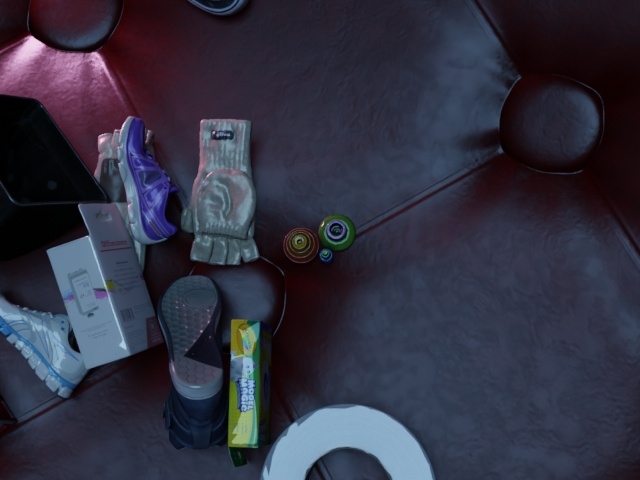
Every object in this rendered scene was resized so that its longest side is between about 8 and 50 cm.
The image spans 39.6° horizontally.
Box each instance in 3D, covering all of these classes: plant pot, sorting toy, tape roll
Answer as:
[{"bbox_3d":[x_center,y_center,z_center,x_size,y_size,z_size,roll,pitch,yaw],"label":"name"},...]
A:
[{"bbox_3d":[-0.431,-0.068,1.163,0.167,0.188,0.187,-42,78,19],"label":"plant pot"},{"bbox_3d":[0.000,0.000,1.189,0.101,0.042,0.061,-23,78,-1],"label":"sorting toy"},{"bbox_3d":[0.035,0.315,1.109,0.219,0.072,0.219,-1,79,5],"label":"tape roll"}]

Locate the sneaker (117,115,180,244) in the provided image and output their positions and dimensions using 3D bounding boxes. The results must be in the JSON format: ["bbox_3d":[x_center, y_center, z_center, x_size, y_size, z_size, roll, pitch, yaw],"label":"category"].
[{"bbox_3d":[-0.226,-0.081,1.177,0.071,0.068,0.170,-11,92,-4],"label":"sneaker"}]

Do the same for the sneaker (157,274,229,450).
[{"bbox_3d":[-0.162,0.165,1.149,0.086,0.164,0.226,-4,37,-6],"label":"sneaker"}]

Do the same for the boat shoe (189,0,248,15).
[{"bbox_3d":[-0.215,-0.437,1.226,0.108,0.102,0.301,-34,97,18],"label":"boat shoe"}]

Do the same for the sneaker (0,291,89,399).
[{"bbox_3d":[-0.375,0.118,1.187,0.083,0.071,0.191,-44,87,-11],"label":"sneaker"}]

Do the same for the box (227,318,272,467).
[{"bbox_3d":[-0.088,0.194,1.125,0.043,0.105,0.179,1,80,5],"label":"box"}]

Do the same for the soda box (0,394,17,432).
[{"bbox_3d":[-0.518,0.158,1.175,0.092,0.083,0.263,-36,78,-5],"label":"soda box"}]

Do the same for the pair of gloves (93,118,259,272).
[{"bbox_3d":[-0.201,-0.059,1.214,0.240,0.042,0.204,-5,84,10],"label":"pair of gloves"}]

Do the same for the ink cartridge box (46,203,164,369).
[{"bbox_3d":[-0.280,0.055,1.142,0.067,0.115,0.198,-19,88,12],"label":"ink cartridge box"}]
